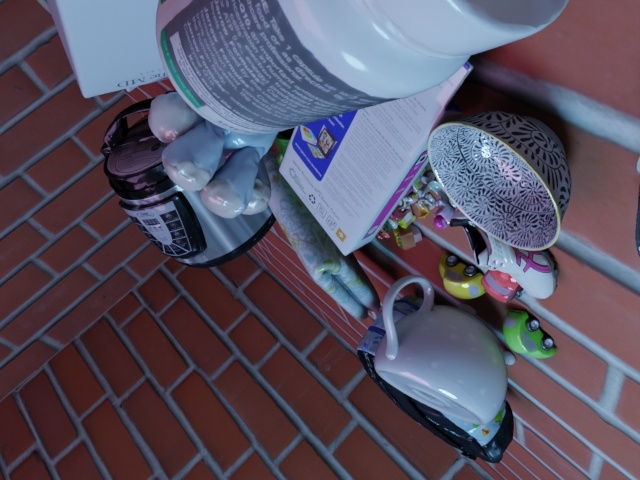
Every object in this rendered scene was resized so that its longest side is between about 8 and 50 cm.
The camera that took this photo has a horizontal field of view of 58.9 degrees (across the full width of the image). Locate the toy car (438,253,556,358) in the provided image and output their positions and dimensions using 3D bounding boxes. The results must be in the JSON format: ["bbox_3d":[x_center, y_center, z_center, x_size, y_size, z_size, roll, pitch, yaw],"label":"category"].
[{"bbox_3d":[0.298,0.116,0.923,0.225,0.053,0.239,50,168,-8],"label":"toy car"}]

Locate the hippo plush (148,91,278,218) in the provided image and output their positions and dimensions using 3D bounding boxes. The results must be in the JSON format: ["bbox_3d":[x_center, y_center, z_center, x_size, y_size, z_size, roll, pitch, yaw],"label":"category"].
[{"bbox_3d":[-0.093,-0.183,0.913,0.235,0.236,0.294,62,-150,-4],"label":"hippo plush"}]

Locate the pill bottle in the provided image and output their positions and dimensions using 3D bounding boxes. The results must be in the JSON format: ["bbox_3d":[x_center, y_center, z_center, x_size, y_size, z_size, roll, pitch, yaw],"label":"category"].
[{"bbox_3d":[0.010,-0.211,0.480,0.204,0.204,0.361,53,156,-23],"label":"pill bottle"}]

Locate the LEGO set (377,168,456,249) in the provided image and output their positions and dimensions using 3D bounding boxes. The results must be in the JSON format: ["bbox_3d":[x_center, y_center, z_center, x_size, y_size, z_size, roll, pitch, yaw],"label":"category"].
[{"bbox_3d":[0.119,-0.039,0.929,0.132,0.107,0.287,47,167,4],"label":"LEGO set"}]

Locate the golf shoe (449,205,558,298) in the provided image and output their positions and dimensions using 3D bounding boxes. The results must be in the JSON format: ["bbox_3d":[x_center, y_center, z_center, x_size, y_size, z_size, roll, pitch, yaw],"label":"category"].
[{"bbox_3d":[0.238,0.015,0.747,0.186,0.086,0.067,49,166,-12],"label":"golf shoe"}]

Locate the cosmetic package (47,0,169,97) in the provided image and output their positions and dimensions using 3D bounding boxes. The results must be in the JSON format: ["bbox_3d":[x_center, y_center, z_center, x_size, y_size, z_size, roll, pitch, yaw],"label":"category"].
[{"bbox_3d":[-0.219,-0.351,0.672,0.162,0.229,0.453,69,162,2],"label":"cosmetic package"}]

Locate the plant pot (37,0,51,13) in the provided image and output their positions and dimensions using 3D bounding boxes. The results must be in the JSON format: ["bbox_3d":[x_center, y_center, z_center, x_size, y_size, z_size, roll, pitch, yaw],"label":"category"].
[{"bbox_3d":[-0.353,-0.503,0.900,0.263,0.262,0.229,74,170,-63],"label":"plant pot"}]

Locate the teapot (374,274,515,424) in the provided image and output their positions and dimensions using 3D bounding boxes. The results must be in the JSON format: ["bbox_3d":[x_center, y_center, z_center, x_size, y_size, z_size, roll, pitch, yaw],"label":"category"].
[{"bbox_3d":[0.228,0.197,1.022,0.252,0.187,0.256,23,163,16],"label":"teapot"}]

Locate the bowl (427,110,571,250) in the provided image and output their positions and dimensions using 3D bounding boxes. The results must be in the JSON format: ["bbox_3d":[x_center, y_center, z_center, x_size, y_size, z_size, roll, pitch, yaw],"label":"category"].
[{"bbox_3d":[0.202,-0.078,0.596,0.170,0.080,0.170,45,168,12],"label":"bowl"}]

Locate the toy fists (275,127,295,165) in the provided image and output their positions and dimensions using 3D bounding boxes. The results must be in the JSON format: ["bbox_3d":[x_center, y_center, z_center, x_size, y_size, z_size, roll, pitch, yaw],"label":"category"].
[{"bbox_3d":[0.006,-0.132,1.059,0.279,0.096,0.142,36,162,40],"label":"toy fists"}]

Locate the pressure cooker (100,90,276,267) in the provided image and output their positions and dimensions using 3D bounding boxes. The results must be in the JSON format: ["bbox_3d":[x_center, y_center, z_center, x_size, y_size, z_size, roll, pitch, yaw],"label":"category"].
[{"bbox_3d":[-0.344,-0.182,1.468,0.375,0.369,0.421,49,172,51],"label":"pressure cooker"}]

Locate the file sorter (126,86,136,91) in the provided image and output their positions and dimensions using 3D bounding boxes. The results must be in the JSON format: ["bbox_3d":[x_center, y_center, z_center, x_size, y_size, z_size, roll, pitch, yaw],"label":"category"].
[{"bbox_3d":[-0.407,-0.491,1.157,0.173,0.192,0.278,47,168,17],"label":"file sorter"}]

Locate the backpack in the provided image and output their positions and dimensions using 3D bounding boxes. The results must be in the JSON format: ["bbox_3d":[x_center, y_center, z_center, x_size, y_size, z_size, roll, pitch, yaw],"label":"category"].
[{"bbox_3d":[0.244,0.293,1.269,0.355,0.274,0.290,29,176,-19],"label":"backpack"}]

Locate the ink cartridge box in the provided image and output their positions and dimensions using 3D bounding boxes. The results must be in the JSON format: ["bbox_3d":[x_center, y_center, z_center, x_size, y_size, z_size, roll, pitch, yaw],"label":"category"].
[{"bbox_3d":[0.058,-0.145,0.716,0.176,0.069,0.371,53,149,15],"label":"ink cartridge box"}]

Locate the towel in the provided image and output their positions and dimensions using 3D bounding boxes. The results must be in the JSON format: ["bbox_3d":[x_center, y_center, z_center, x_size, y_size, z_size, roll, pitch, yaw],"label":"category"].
[{"bbox_3d":[0.000,0.000,1.280,0.321,0.090,0.374,56,-176,30],"label":"towel"}]

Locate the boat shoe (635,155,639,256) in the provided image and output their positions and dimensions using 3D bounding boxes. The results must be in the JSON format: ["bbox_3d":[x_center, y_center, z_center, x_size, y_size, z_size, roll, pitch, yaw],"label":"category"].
[{"bbox_3d":[0.282,-0.040,0.414,0.114,0.091,0.303,40,165,34],"label":"boat shoe"}]
